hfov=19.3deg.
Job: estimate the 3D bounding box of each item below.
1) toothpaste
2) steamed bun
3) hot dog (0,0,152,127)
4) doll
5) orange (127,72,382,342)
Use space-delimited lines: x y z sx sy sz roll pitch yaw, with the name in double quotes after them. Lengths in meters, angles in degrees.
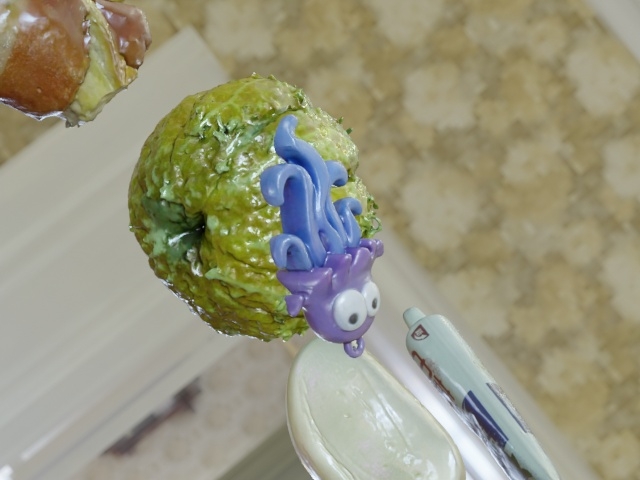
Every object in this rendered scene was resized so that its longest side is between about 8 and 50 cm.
0.115 0.118 1.293 0.233 0.038 0.060 53 -12 44 "toothpaste"
0.054 0.234 2.206 0.250 0.155 0.200 44 -3 10 "steamed bun"
-0.210 -0.156 1.231 0.103 0.213 0.146 -46 -136 40 "hot dog"
0.000 0.000 1.490 0.067 0.110 0.206 -2 -67 47 "doll"
-0.087 -0.026 2.117 0.300 0.223 0.301 -18 -86 41 "orange"
